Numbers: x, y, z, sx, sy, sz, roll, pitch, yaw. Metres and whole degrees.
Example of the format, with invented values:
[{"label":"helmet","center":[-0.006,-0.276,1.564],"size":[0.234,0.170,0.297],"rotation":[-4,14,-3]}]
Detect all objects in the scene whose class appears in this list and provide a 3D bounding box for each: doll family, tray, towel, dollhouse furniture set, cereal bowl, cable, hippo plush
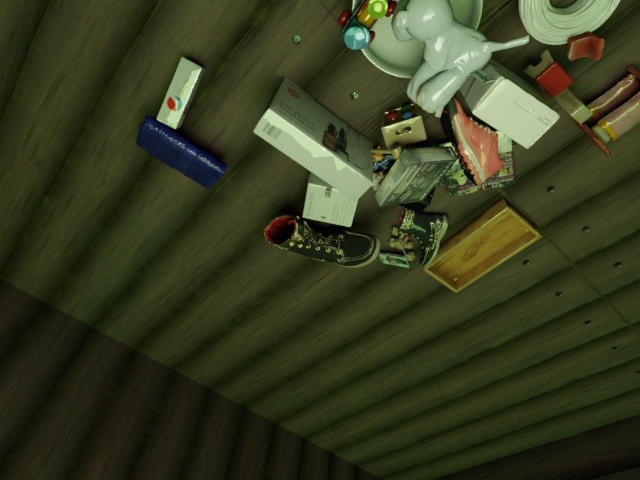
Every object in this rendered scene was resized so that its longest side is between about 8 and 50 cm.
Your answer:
[{"label":"doll family","center":[0.260,-0.270,1.461],"size":[0.263,0.118,0.163],"rotation":[-26,139,29]},{"label":"tray","center":[0.628,0.031,1.672],"size":[0.203,0.076,0.411],"rotation":[34,125,-19]},{"label":"towel","center":[-0.486,-0.310,1.484],"size":[0.308,0.076,0.228],"rotation":[32,158,-21]},{"label":"dollhouse furniture set","center":[0.790,-0.425,1.186],"size":[0.374,0.152,0.201],"rotation":[23,129,-31]},{"label":"cereal bowl","center":[0.255,-0.632,1.146],"size":[0.340,0.141,0.338],"rotation":[3,128,4]},{"label":"cable","center":[0.657,-0.664,1.110],"size":[0.257,0.089,0.257],"rotation":[-35,119,29]},{"label":"hippo plush","center":[0.263,-0.466,1.005],"size":[0.237,0.294,0.234],"rotation":[34,103,-25]}]

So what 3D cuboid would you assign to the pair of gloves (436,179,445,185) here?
[{"label":"pair of gloves","center":[0.424,-0.233,1.525],"size":[0.074,0.010,0.083],"rotation":[4,129,3]}]

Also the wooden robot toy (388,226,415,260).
[{"label":"wooden robot toy","center":[0.317,0.008,1.710],"size":[0.173,0.076,0.079],"rotation":[46,155,-26]}]

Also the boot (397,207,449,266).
[{"label":"boot","center":[0.383,-0.015,1.654],"size":[0.179,0.085,0.236],"rotation":[13,121,-4]}]

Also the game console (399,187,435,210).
[{"label":"game console","center":[0.351,-0.170,1.578],"size":[0.122,0.071,0.107],"rotation":[14,102,-6]}]

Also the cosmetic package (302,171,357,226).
[{"label":"cosmetic package","center":[0.041,-0.165,1.533],"size":[0.184,0.151,0.151],"rotation":[10,127,-1]}]

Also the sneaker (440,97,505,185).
[{"label":"sneaker","center":[0.492,-0.335,1.350],"size":[0.136,0.116,0.313],"rotation":[-30,114,8]}]

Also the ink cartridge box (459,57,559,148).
[{"label":"ink cartridge box","center":[0.519,-0.411,1.199],"size":[0.207,0.282,0.117],"rotation":[27,126,-14]}]

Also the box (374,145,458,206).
[{"label":"box","center":[0.302,-0.204,1.354],"size":[0.183,0.056,0.231],"rotation":[-9,153,-24]}]

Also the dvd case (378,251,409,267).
[{"label":"dvd case","center":[0.304,0.080,1.741],"size":[0.120,0.013,0.087],"rotation":[11,154,28]}]

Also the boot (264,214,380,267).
[{"label":"boot","center":[0.000,0.000,1.547],"size":[0.284,0.138,0.378],"rotation":[21,169,-42]}]

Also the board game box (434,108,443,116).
[{"label":"board game box","center":[0.372,-0.446,1.312],"size":[0.020,0.090,0.089],"rotation":[7,128,-3]}]

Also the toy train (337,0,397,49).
[{"label":"toy train","center":[0.142,-0.584,1.018],"size":[0.105,0.143,0.248],"rotation":[32,126,-17]}]

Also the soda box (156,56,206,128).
[{"label":"soda box","center":[-0.450,-0.474,1.356],"size":[0.069,0.074,0.216],"rotation":[26,107,-13]}]

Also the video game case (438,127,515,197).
[{"label":"video game case","center":[0.541,-0.270,1.453],"size":[0.232,0.041,0.210],"rotation":[-12,120,15]}]

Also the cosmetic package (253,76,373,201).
[{"label":"cosmetic package","center":[-0.003,-0.325,1.329],"size":[0.378,0.284,0.097],"rotation":[32,123,-18]}]

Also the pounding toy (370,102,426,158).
[{"label":"pounding toy","center":[0.236,-0.346,1.333],"size":[0.181,0.206,0.094],"rotation":[-13,125,17]}]
